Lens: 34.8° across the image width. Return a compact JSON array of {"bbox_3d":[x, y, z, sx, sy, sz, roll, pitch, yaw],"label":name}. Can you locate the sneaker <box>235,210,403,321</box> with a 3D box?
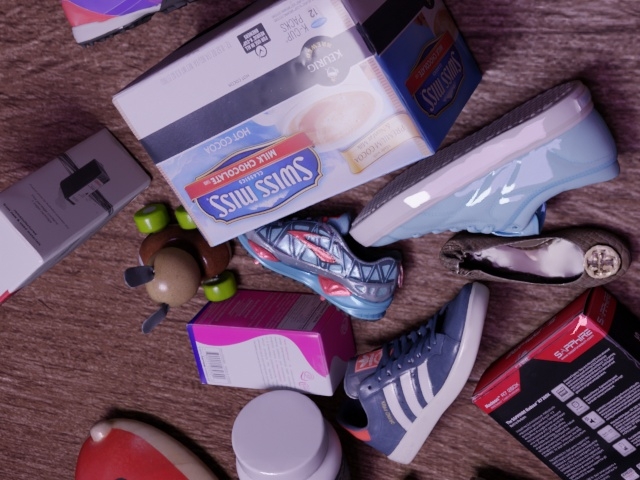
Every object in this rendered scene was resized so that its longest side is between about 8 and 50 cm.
[{"bbox_3d":[0.000,0.000,1.439,0.262,0.104,0.125,29,110,1],"label":"sneaker"}]

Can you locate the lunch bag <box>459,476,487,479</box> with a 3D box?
[{"bbox_3d":[0.318,0.511,1.513,0.305,0.212,0.256,17,100,16],"label":"lunch bag"}]

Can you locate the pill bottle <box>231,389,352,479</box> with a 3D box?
[{"bbox_3d":[-0.038,0.354,1.558,0.161,0.161,0.283,11,145,19],"label":"pill bottle"}]

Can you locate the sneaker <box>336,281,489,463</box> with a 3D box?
[{"bbox_3d":[0.120,0.179,1.449,0.148,0.131,0.350,25,127,1],"label":"sneaker"}]

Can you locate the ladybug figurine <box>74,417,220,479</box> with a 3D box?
[{"bbox_3d":[-0.292,0.517,1.831,0.305,0.162,0.449,-23,107,34],"label":"ladybug figurine"}]

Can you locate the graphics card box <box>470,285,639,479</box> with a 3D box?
[{"bbox_3d":[0.420,0.256,1.383,0.371,0.094,0.233,41,127,-1],"label":"graphics card box"}]

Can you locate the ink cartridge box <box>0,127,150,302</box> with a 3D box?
[{"bbox_3d":[-0.402,-0.027,1.485,0.197,0.273,0.114,-35,97,36],"label":"ink cartridge box"}]

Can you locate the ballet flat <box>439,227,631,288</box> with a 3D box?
[{"bbox_3d":[0.273,0.025,1.328,0.250,0.058,0.084,3,107,24],"label":"ballet flat"}]

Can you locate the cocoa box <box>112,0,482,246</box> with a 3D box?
[{"bbox_3d":[-0.023,-0.182,1.236,0.347,0.231,0.228,-21,109,34],"label":"cocoa box"}]

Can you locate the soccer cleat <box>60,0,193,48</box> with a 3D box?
[{"bbox_3d":[-0.216,-0.348,1.310,0.318,0.108,0.116,-14,108,33],"label":"soccer cleat"}]

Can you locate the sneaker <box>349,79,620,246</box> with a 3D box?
[{"bbox_3d":[0.200,-0.049,1.275,0.366,0.135,0.150,-28,101,36],"label":"sneaker"}]

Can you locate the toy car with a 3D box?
[{"bbox_3d":[-0.229,0.051,1.501,0.149,0.188,0.155,-5,116,27],"label":"toy car"}]

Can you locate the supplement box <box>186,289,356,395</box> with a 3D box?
[{"bbox_3d":[-0.071,0.151,1.537,0.220,0.114,0.111,3,119,25],"label":"supplement box"}]
